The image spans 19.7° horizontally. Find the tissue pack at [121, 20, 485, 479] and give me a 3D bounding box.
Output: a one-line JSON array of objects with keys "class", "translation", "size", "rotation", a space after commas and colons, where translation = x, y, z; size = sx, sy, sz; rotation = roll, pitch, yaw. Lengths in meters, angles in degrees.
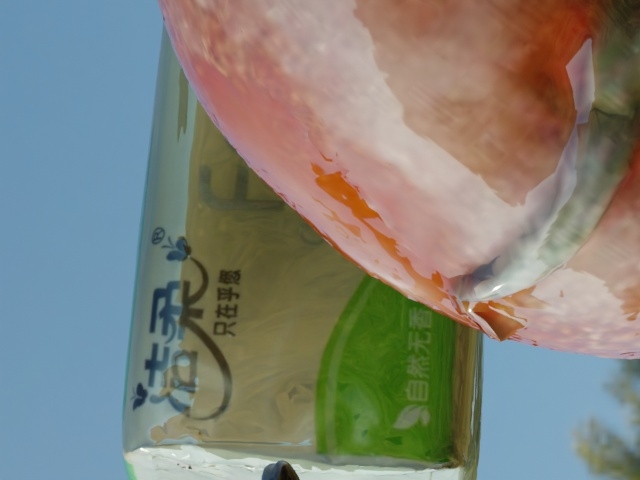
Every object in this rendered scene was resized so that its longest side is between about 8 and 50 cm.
[{"class": "tissue pack", "translation": [0.000, 0.000, 1.125], "size": [0.332, 0.205, 0.405], "rotation": [84, -170, -63]}]

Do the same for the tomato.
[{"class": "tomato", "translation": [0.070, -0.091, 0.399], "size": [0.188, 0.232, 0.232], "rotation": [-83, -21, -69]}]

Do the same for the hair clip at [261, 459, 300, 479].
[{"class": "hair clip", "translation": [-0.103, 0.216, 0.644], "size": [0.358, 0.110, 0.095], "rotation": [-43, -52, 0]}]
